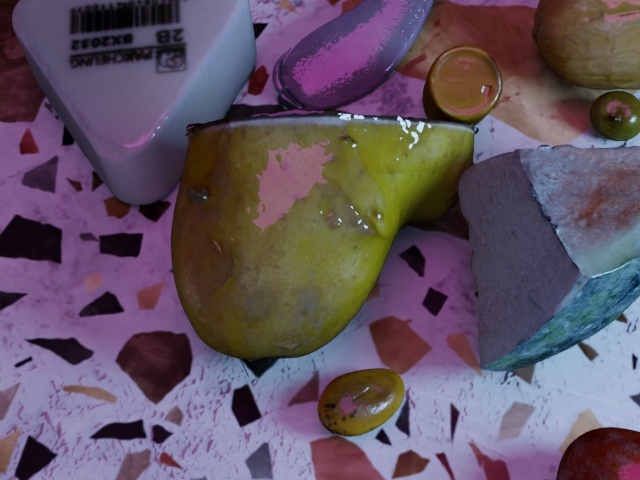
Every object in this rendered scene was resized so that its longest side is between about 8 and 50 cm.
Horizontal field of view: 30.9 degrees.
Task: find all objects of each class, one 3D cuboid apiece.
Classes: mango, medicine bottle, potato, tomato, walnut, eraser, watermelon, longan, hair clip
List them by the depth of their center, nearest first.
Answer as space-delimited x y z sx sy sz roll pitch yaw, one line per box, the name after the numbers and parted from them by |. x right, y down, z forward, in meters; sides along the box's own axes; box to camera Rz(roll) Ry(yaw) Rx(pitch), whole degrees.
0.345 0.287 1.252 0.187 0.151 0.187 1 62 -1 | tomato
0.050 0.191 1.385 0.114 0.057 0.079 -27 56 -22 | mango
0.283 -0.018 1.389 0.258 0.228 0.387 39 63 14 | watermelon
0.000 0.000 1.440 0.397 0.290 0.295 3 85 -38 | potato
0.184 -0.196 1.521 0.096 0.192 0.096 0 91 3 | medicine bottle
0.401 -0.168 1.567 0.075 0.083 0.075 3 99 22 | longan
0.402 -0.297 1.590 0.222 0.195 0.195 -5 58 9 | walnut
-0.231 -0.250 1.618 0.332 0.150 0.331 -1 58 1 | eraser
0.075 -0.310 1.685 0.358 0.110 0.096 -49 27 -19 | hair clip
